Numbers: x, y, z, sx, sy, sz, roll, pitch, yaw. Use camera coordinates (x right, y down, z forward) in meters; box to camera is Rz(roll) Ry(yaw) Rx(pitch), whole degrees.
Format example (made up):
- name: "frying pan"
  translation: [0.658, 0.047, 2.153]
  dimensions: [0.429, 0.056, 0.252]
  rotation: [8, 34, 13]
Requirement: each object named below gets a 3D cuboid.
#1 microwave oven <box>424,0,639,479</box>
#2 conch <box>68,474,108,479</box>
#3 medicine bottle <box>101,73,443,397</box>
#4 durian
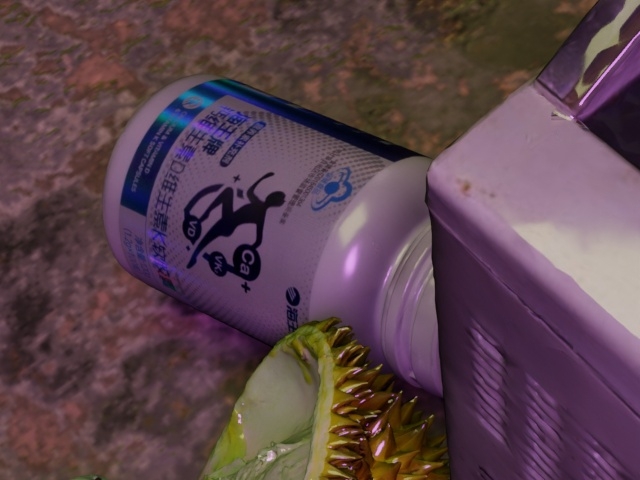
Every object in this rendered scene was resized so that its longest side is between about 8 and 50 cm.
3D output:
- name: "microwave oven"
  translation: [0.259, 0.001, 0.601]
  dimensions: [0.394, 0.333, 0.247]
  rotation: [-38, 64, -14]
- name: "conch"
  translation: [-0.062, 0.165, 0.788]
  dimensions: [0.170, 0.106, 0.079]
  rotation: [42, 107, 24]
- name: "medicine bottle"
  translation: [0.000, 0.000, 0.875]
  dimensions: [0.191, 0.107, 0.107]
  rotation: [24, 65, 35]
- name: "durian"
  translation: [-0.001, 0.092, 0.773]
  dimensions: [0.100, 0.086, 0.215]
  rotation: [-44, 8, -17]
